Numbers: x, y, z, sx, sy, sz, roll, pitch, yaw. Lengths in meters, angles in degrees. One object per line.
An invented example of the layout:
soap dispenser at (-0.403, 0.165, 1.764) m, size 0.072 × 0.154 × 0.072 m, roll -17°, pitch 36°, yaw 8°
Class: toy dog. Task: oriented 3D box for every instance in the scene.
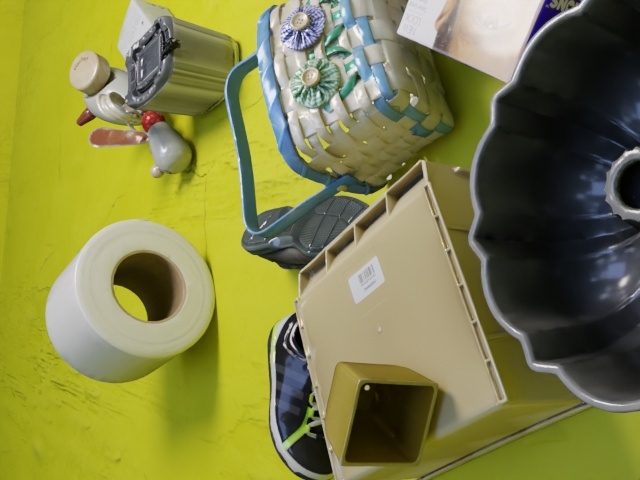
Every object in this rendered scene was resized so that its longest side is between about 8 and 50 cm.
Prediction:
toy dog at (-0.392, -0.227, 1.484) m, size 0.161 × 0.220 × 0.334 m, roll -50°, pitch 40°, yaw 17°

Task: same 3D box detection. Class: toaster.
toaster at (-0.239, -0.300, 1.314) m, size 0.227 × 0.146 × 0.129 m, roll -21°, pitch 69°, yaw 53°

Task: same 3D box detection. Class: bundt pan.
bundt pan at (0.272, -0.036, 0.569) m, size 0.330 × 0.124 × 0.331 m, roll -9°, pitch 79°, yaw 54°

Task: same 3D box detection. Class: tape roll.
tape roll at (-0.327, 0.107, 1.297) m, size 0.169 × 0.246 × 0.246 m, roll -34°, pitch 58°, yaw 48°

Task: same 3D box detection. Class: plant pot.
plant pot at (0.046, 0.152, 0.695) m, size 0.083 × 0.081 × 0.082 m, roll -149°, pitch 69°, yaw -65°

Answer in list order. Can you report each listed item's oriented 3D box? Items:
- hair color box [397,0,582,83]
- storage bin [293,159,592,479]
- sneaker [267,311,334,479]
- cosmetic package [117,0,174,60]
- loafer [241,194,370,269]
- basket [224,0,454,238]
hair color box at (0.216, -0.323, 0.706) m, size 0.185 × 0.110 × 0.339 m, roll 43°, pitch 121°, yaw 48°
storage bin at (0.105, 0.095, 0.791) m, size 0.262 × 0.123 × 0.260 m, roll -44°, pitch 51°, yaw 44°
sneaker at (-0.017, 0.191, 0.982) m, size 0.097 × 0.084 × 0.235 m, roll -41°, pitch 53°, yaw 43°
cosmetic package at (-0.327, -0.383, 1.509) m, size 0.231 × 0.085 × 0.117 m, roll 53°, pitch 128°, yaw 46°
loafer at (0.000, 0.000, 1.011) m, size 0.267 × 0.084 × 0.096 m, roll 1°, pitch 55°, yaw 51°
basket at (-0.004, -0.168, 0.912) m, size 0.289 × 0.201 × 0.255 m, roll -32°, pitch 60°, yaw 37°
